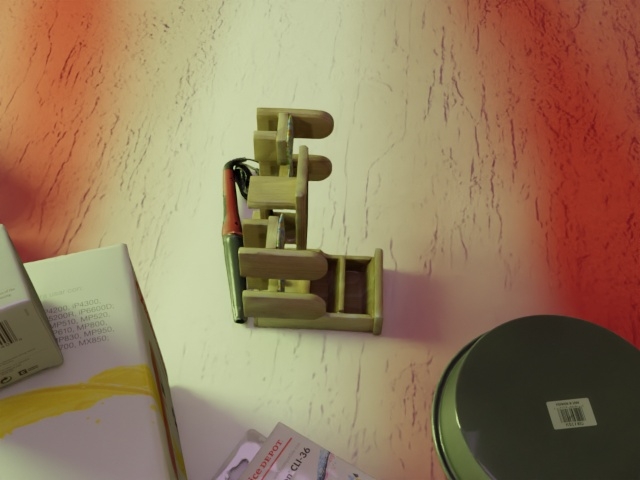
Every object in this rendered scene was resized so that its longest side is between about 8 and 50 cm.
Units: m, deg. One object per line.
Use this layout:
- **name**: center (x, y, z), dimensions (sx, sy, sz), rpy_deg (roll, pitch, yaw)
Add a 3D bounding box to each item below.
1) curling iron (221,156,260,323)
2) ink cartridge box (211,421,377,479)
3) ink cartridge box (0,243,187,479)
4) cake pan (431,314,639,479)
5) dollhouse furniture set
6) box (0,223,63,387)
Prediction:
- **curling iron**: center (-0.104, -0.011, 1.109), dimensions (0.068, 0.035, 0.274), rpy_deg (0, 52, -1)
- **ink cartridge box**: center (-0.026, 0.275, 0.866), dimensions (0.198, 0.067, 0.115), rpy_deg (26, 56, 19)
- **ink cartridge box**: center (-0.204, 0.237, 0.757), dimensions (0.160, 0.279, 0.385), rpy_deg (-13, 53, -10)
- **cake pan**: center (0.275, 0.204, 0.936), dimensions (0.293, 0.054, 0.293), rpy_deg (1, 52, -1)
- **dollhouse furniture set**: center (0.000, 0.000, 0.972), dimensions (0.161, 0.242, 0.212), rpy_deg (3, 52, 1)
- **box**: center (-0.276, 0.062, 0.656), dimensions (0.101, 0.102, 0.087), rpy_deg (-23, 57, -16)
